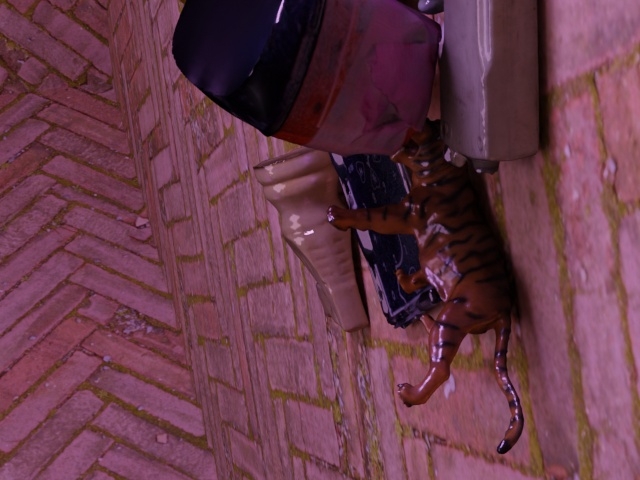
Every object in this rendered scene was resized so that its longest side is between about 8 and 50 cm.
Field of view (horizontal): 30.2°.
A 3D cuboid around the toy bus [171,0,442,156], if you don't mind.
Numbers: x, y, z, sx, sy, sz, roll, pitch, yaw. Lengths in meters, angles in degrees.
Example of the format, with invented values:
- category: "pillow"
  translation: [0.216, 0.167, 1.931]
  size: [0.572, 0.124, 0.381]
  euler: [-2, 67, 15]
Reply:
- category: "toy bus"
  translation: [-0.018, -0.149, 0.918]
  size: [0.128, 0.147, 0.302]
  euler: [-70, 23, 9]

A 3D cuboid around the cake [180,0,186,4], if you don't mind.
- category: "cake"
  translation: [-0.078, -0.360, 1.193]
  size: [0.260, 0.156, 0.179]
  euler: [107, 167, -50]

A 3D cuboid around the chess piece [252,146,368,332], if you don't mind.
- category: "chess piece"
  translation: [0.000, 0.000, 1.279]
  size: [0.090, 0.090, 0.200]
  euler: [-167, 57, -75]

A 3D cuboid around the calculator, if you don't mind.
- category: "calculator"
  translation: [0.049, -0.060, 1.082]
  size: [0.166, 0.028, 0.274]
  euler: [128, 126, -71]

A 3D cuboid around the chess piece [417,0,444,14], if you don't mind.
- category: "chess piece"
  translation: [0.049, -0.294, 0.842]
  size: [0.139, 0.139, 0.272]
  euler: [-153, 44, -73]

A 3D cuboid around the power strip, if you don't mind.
- category: "power strip"
  translation: [0.108, -0.185, 0.778]
  size: [0.080, 0.048, 0.286]
  euler: [-142, 45, -67]

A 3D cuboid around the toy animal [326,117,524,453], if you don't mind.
- category: "toy animal"
  translation: [0.105, 0.042, 0.874]
  size: [0.114, 0.116, 0.255]
  euler: [27, -145, -52]
